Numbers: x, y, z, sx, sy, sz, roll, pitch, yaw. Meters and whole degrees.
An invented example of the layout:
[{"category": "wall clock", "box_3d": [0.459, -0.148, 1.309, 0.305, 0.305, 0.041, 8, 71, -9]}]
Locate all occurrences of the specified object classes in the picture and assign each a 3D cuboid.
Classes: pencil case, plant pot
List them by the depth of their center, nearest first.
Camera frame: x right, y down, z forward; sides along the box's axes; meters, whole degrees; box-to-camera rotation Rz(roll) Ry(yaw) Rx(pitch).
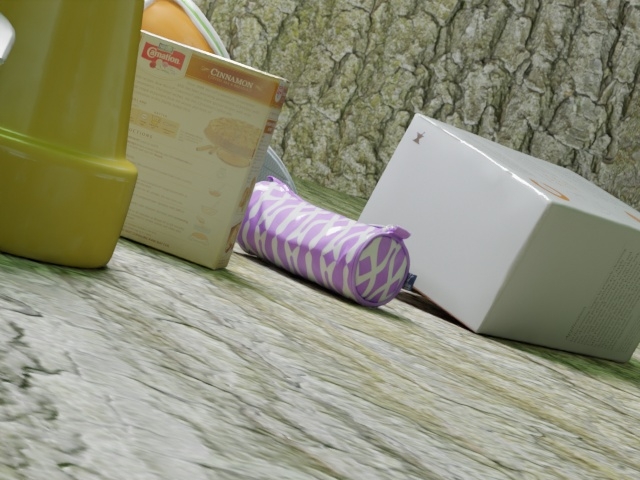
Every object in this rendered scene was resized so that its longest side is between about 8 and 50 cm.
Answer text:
[{"category": "plant pot", "box_3d": [-0.246, -0.130, 1.331, 0.254, 0.239, 0.254, 18, 4, -1]}, {"category": "pencil case", "box_3d": [0.000, 0.000, 1.775, 0.206, 0.088, 0.086, 22, 3, 42]}]

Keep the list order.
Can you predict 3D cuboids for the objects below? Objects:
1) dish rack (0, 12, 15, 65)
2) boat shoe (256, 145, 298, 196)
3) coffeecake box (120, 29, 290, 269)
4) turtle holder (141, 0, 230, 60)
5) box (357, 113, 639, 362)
[{"category": "dish rack", "box_3d": [-0.353, -0.103, 1.069, 0.286, 0.072, 0.333, 19, 25, -9]}, {"category": "boat shoe", "box_3d": [-0.145, -0.116, 2.045, 0.302, 0.109, 0.094, 40, 5, -28]}, {"category": "coffeecake box", "box_3d": [-0.127, -0.084, 1.609, 0.142, 0.185, 0.068, 20, 4, 6]}, {"category": "turtle holder", "box_3d": [-0.219, -0.131, 1.796, 0.227, 0.320, 0.243, 33, 38, -2]}, {"category": "box", "box_3d": [0.237, 0.004, 2.009, 0.215, 0.168, 0.345, 37, 14, 37]}]
